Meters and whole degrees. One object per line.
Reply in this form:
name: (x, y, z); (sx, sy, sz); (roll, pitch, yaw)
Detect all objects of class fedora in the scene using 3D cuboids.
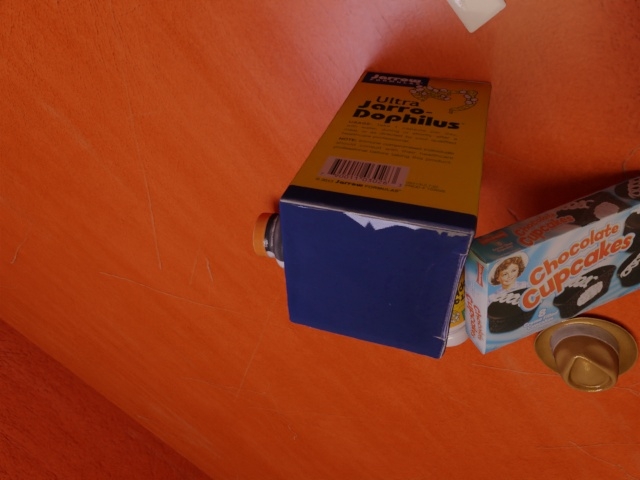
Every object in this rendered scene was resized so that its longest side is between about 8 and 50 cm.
fedora: (0.516, 0.235, 0.904); (0.194, 0.079, 0.194); (11, 131, 13)

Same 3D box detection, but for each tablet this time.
tablet: (0.194, -0.320, 0.603); (0.083, 0.006, 0.054); (44, 130, -18)

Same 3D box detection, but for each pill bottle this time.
pill bottle: (0.222, 0.100, 0.877); (0.117, 0.117, 0.208); (-6, 126, 26)
pill bottle: (0.000, 0.000, 0.871); (0.246, 0.130, 0.130); (5, 130, 17)

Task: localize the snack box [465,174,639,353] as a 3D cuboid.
snack box: (0.368, 0.034, 0.687); (0.322, 0.060, 0.187); (-20, 127, -8)

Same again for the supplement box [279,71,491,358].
supplement box: (0.103, -0.061, 0.620); (0.195, 0.356, 0.194); (11, 132, 14)
